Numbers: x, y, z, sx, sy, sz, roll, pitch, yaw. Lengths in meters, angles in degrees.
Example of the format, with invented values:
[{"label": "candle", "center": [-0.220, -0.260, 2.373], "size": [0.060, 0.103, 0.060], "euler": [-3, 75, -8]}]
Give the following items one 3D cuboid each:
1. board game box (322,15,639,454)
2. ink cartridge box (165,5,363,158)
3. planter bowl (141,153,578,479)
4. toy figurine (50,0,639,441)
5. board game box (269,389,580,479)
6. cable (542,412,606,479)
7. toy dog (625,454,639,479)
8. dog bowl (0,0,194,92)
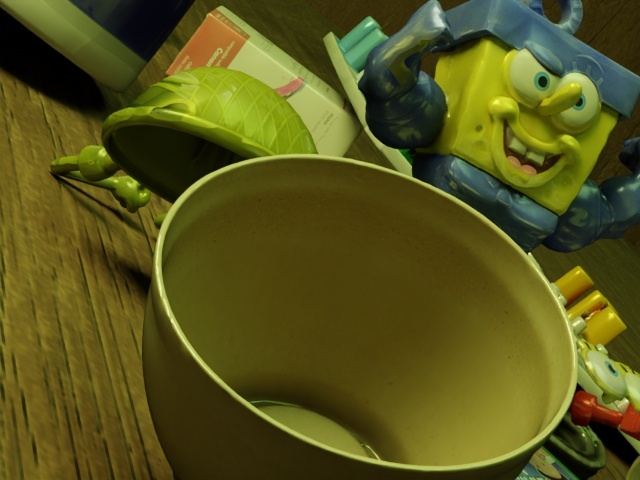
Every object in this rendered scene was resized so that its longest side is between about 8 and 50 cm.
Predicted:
[{"label": "board game box", "center": [0.158, -0.003, 1.646], "size": [0.390, 0.050, 0.390], "euler": [49, 7, -15]}, {"label": "ink cartridge box", "center": [-0.027, -0.109, 1.659], "size": [0.198, 0.067, 0.115], "euler": [36, 9, -4]}, {"label": "planter bowl", "center": [0.003, 0.061, 0.753], "size": [0.162, 0.109, 0.162], "euler": [13, 39, -11]}, {"label": "toy figurine", "center": [0.063, -0.061, 1.096], "size": [0.362, 0.217, 0.191], "euler": [29, -13, -21]}, {"label": "board game box", "center": [0.102, 0.160, 0.936], "size": [0.213, 0.046, 0.317], "euler": [44, 11, 23]}, {"label": "cable", "center": [0.084, 0.062, 1.255], "size": [0.287, 0.072, 0.139], "euler": [37, 15, -10]}, {"label": "toy dog", "center": [0.310, 0.203, 1.102], "size": [0.220, 0.161, 0.334], "euler": [-12, 38, -30]}, {"label": "dog bowl", "center": [-0.202, -0.218, 1.304], "size": [0.265, 0.104, 0.265], "euler": [39, 2, -1]}]
